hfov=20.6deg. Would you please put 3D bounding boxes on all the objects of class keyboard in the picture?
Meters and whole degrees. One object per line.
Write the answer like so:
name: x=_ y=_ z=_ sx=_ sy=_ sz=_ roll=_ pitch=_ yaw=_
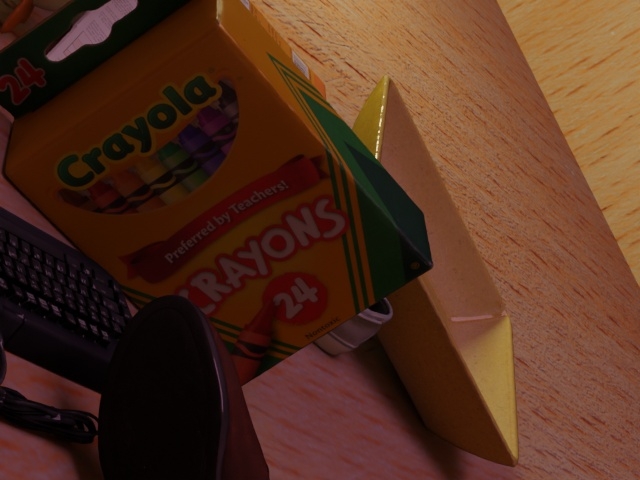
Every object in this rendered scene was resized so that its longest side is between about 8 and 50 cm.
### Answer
keyboard: x=-0.204 y=0.041 z=1.127 sx=0.317 sy=0.033 sz=0.202 roll=33 pitch=30 yaw=-52

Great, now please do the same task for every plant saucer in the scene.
plant saucer: x=0.099 y=0.034 z=1.813 sx=0.333 sy=0.081 sz=0.333 roll=63 pitch=15 yaw=-20

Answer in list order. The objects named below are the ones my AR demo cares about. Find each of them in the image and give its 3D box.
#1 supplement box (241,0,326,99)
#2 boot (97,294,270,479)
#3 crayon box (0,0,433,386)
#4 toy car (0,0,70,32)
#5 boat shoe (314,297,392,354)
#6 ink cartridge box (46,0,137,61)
supplement box: x=-0.089 y=-0.191 z=1.750 sx=0.233 sy=0.078 sz=0.080 roll=47 pitch=24 yaw=-30
boot: x=-0.030 y=0.177 z=1.213 sx=0.280 sy=0.096 sz=0.264 roll=17 pitch=51 yaw=-65
crayon box: x=-0.088 y=-0.050 z=1.312 sx=0.318 sy=0.202 sz=0.081 roll=47 pitch=21 yaw=-28
toy car: x=-0.189 y=-0.269 z=1.388 sx=0.219 sy=0.238 sz=0.210 roll=25 pitch=-14 yaw=-8
boat shoe: x=-0.014 y=0.020 z=1.585 sx=0.227 sy=0.081 sz=0.079 roll=42 pitch=23 yaw=-41
ink cartridge box: x=-0.159 y=-0.123 z=1.527 sx=0.181 sy=0.056 sz=0.225 roll=53 pitch=37 yaw=-17
